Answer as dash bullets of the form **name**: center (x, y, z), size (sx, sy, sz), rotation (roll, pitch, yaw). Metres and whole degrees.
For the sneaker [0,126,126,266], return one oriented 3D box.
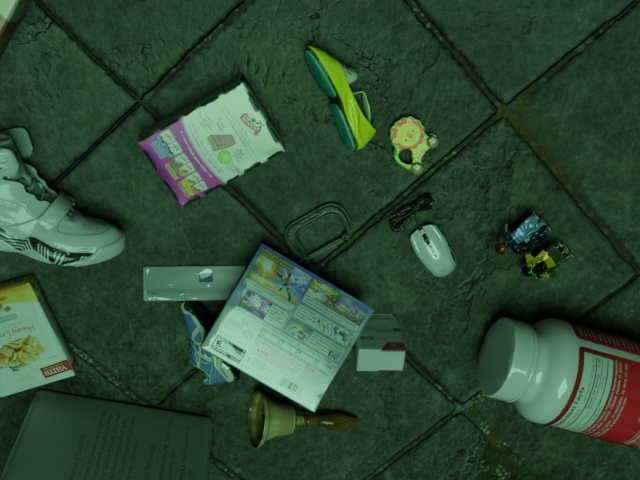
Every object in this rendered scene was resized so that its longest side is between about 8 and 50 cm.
- **sneaker**: center (-0.541, -0.084, 1.739), size (0.366, 0.137, 0.210), rotation (12, 116, -7)

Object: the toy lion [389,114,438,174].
- **toy lion**: center (0.176, -0.193, 1.815), size (0.096, 0.034, 0.100), rotation (25, 111, -8)

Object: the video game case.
- **video game case**: center (-0.068, 0.176, 1.876), size (0.270, 0.061, 0.244), rotation (31, 87, -6)

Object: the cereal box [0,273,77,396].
- **cereal box**: center (-0.633, 0.200, 1.915), size (0.173, 0.047, 0.240), rotation (-17, 115, 3)

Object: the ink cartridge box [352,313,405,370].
- **ink cartridge box**: center (0.119, 0.215, 1.941), size (0.099, 0.135, 0.056), rotation (2, 118, -5)

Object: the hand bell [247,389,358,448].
- **hand bell**: center (-0.029, 0.401, 2.047), size (0.242, 0.126, 0.126), rotation (6, 115, -20)

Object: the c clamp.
- **c clamp**: center (0.000, 0.000, 1.896), size (0.161, 0.022, 0.137), rotation (-34, 108, 12)

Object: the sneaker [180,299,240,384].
- **sneaker**: center (-0.248, 0.220, 1.940), size (0.081, 0.080, 0.211), rotation (-21, 107, 13)

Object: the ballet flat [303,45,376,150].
- **ballet flat**: center (0.044, -0.280, 1.746), size (0.077, 0.077, 0.231), rotation (-33, 118, -13)

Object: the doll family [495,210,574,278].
- **doll family**: center (0.441, 0.019, 1.917), size (0.111, 0.076, 0.193), rotation (-38, 108, 17)

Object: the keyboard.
- **keyboard**: center (-0.237, 0.088, 1.904), size (0.256, 0.014, 0.072), rotation (0, 84, -5)

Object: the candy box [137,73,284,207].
- **candy box**: center (-0.207, -0.189, 1.758), size (0.233, 0.071, 0.159), rotation (-27, 114, 8)

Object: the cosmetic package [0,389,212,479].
- **cosmetic package**: center (-0.457, 0.564, 1.948), size (0.394, 0.327, 0.329), rotation (11, 114, -9)

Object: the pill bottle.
- **pill bottle**: center (0.557, 0.297, 1.967), size (0.408, 0.229, 0.229), rotation (16, 113, -12)

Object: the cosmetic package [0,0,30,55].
- **cosmetic package**: center (-0.609, -0.369, 1.595), size (0.129, 0.153, 0.296), rotation (30, 110, -16)

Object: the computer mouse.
- **computer mouse**: center (0.226, 0.004, 1.903), size (0.106, 0.042, 0.193), rotation (-31, 114, 8)
